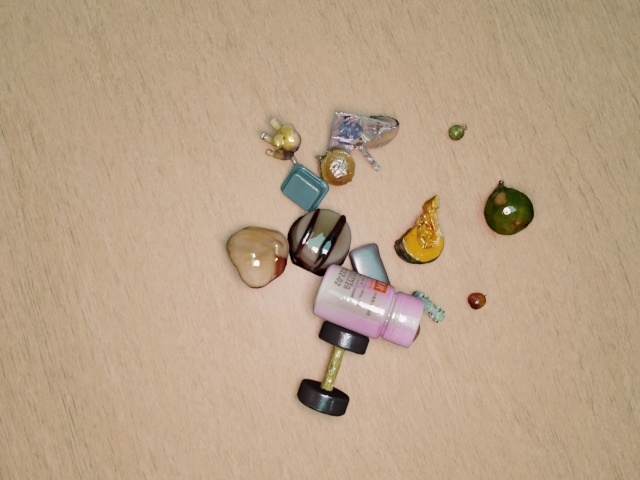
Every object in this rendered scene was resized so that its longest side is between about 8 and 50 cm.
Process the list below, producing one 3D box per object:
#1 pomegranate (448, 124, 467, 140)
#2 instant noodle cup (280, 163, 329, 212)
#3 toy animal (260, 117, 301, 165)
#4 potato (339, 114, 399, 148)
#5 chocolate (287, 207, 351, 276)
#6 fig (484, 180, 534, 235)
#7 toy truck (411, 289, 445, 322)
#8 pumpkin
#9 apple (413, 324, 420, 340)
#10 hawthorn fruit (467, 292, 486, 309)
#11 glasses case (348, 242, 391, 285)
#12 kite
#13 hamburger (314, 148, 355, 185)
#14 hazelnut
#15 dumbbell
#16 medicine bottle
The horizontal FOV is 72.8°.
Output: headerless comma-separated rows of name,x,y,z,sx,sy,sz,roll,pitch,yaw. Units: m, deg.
pomegranate,0.606,-0.475,1.907,0.084,0.073,0.073,-13,86,24
instant noodle cup,-0.072,-0.208,1.790,0.179,0.070,0.157,37,121,0
toy animal,-0.155,-0.395,1.762,0.168,0.233,0.121,37,78,7
potato,0.212,-0.461,1.879,0.261,0.100,0.120,-11,48,10
chocolate,0.000,0.000,1.760,0.283,0.186,0.284,0,86,-5
fig,0.800,-0.146,1.864,0.195,0.195,0.245,8,50,-5
toy truck,0.453,0.281,1.845,0.175,0.081,0.067,38,84,-20
pumpkin,0.405,-0.039,1.825,0.189,0.139,0.281,-4,84,-6
apple,0.348,0.363,1.801,0.125,0.102,0.126,-2,95,-18
hawthorn fruit,0.670,0.258,1.861,0.077,0.077,0.077,0,85,-5
glasses case,0.223,0.177,1.821,0.131,0.074,0.323,-18,87,-5
kite,0.150,-0.410,1.824,0.335,0.011,0.314,-32,113,19
hamburger,0.059,-0.307,1.799,0.184,0.131,0.159,25,106,-7
hazelnut,-0.257,0.064,1.728,0.261,0.241,0.261,12,65,-27
dumbbell,0.053,0.500,1.716,0.203,0.204,0.323,21,84,-3
medicine bottle,0.183,0.252,1.668,0.388,0.219,0.219,20,84,10
